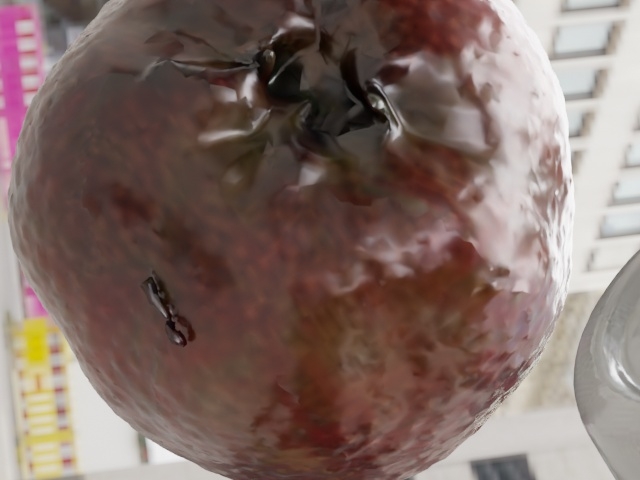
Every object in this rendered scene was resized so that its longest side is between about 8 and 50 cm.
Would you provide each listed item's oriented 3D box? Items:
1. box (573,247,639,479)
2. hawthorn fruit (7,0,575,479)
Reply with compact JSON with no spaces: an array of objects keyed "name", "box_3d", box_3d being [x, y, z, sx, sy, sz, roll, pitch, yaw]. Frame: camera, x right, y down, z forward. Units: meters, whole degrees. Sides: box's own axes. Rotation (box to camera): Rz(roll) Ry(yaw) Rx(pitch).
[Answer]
[{"name":"box","box_3d":[0.225,0.068,0.652,0.206,0.262,0.291,54,29,-21]},{"name":"hawthorn fruit","box_3d":[0.000,0.000,0.935,0.369,0.285,0.285,62,15,-62]}]
